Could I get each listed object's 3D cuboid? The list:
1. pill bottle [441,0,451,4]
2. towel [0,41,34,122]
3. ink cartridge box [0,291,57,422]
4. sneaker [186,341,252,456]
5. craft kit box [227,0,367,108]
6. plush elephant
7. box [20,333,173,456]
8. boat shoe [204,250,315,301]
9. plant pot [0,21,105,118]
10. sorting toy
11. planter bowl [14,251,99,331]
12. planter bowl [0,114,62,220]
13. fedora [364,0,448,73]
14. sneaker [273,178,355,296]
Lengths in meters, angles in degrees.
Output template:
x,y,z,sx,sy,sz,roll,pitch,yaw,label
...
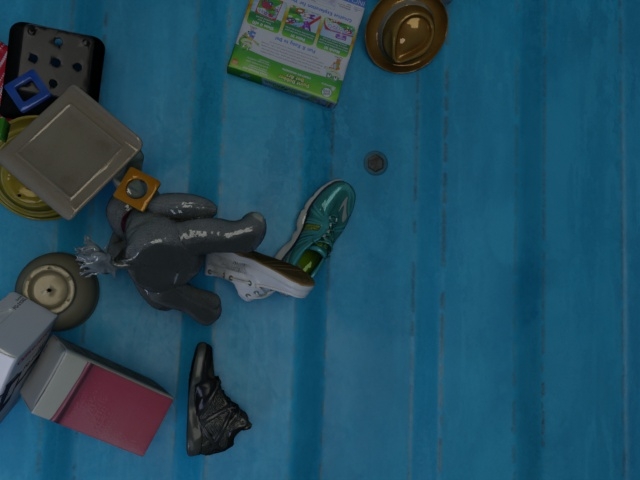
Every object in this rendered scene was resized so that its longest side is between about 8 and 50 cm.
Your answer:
x,y,z,sx,sy,sz,roll,pitch,yaw,label
0.234,-0.694,1.651,0.176,0.176,0.319,9,83,-9,pill bottle
-0.718,-0.334,1.528,0.275,0.031,0.199,31,79,-5,towel
-0.595,0.237,1.369,0.100,0.172,0.237,28,112,-6,ink cartridge box
-0.206,0.319,1.520,0.130,0.087,0.228,0,87,-11,sneaker
-0.050,-0.444,1.640,0.250,0.061,0.247,18,79,-7,craft kit box
-0.312,-0.018,1.450,0.330,0.255,0.272,8,125,-26,plush elephant
-0.421,0.291,1.415,0.232,0.148,0.127,32,79,-28,box
-0.127,0.077,1.501,0.098,0.277,0.096,9,98,-50,boat shoe
-0.519,-0.329,1.468,0.188,0.167,0.187,7,88,-22,plant pot
-0.445,-0.155,1.351,0.347,0.047,0.196,39,77,7,sorting toy
-0.524,0.100,1.475,0.162,0.109,0.162,1,85,-10,planter bowl
-0.553,-0.129,1.463,0.217,0.090,0.217,-3,109,-9,planter bowl
0.190,-0.445,1.626,0.194,0.079,0.194,-2,121,-2,fedora
0.000,0.000,1.565,0.107,0.110,0.275,33,82,-26,sneaker
